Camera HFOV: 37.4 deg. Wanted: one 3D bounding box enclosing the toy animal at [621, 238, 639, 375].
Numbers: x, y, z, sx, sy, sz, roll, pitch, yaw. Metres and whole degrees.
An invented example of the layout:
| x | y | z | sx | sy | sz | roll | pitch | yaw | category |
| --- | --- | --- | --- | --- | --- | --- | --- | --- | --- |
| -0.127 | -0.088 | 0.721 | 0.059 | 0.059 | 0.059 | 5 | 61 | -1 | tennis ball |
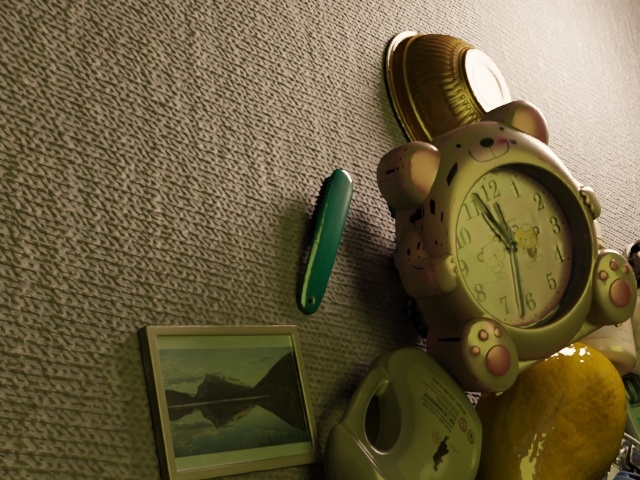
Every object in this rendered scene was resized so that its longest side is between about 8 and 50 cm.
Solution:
| x | y | z | sx | sy | sz | roll | pitch | yaw | category |
| --- | --- | --- | --- | --- | --- | --- | --- | --- | --- |
| 0.557 | 0.112 | 1.541 | 0.156 | 0.204 | 0.208 | 13 | 33 | 3 | toy animal |

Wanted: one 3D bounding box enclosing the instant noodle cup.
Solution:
| x | y | z | sx | sy | sz | roll | pitch | yaw | category |
| --- | --- | --- | --- | --- | --- | --- | --- | --- | --- |
| 0.219 | -0.214 | 1.429 | 0.274 | 0.091 | 0.274 | 27 | 52 | -39 | instant noodle cup |

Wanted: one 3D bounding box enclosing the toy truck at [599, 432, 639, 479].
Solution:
| x | y | z | sx | sy | sz | roll | pitch | yaw | category |
| --- | --- | --- | --- | --- | --- | --- | --- | --- | --- |
| 0.393 | 0.373 | 1.289 | 0.098 | 0.114 | 0.227 | 34 | 43 | -4 | toy truck |

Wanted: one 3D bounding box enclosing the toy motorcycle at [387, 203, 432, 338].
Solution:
| x | y | z | sx | sy | sz | roll | pitch | yaw | category |
| --- | --- | --- | --- | --- | --- | --- | --- | --- | --- |
| 0.168 | -0.008 | 1.240 | 0.204 | 0.108 | 0.239 | 59 | 38 | -7 | toy motorcycle |

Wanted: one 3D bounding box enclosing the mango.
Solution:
| x | y | z | sx | sy | sz | roll | pitch | yaw | category |
| --- | --- | --- | --- | --- | --- | --- | --- | --- | --- |
| 0.285 | 0.238 | 1.215 | 0.331 | 0.142 | 0.195 | -26 | 85 | -47 | mango |

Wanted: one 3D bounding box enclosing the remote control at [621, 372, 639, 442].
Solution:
| x | y | z | sx | sy | sz | roll | pitch | yaw | category |
| --- | --- | --- | --- | --- | --- | --- | --- | --- | --- |
| 0.527 | 0.340 | 1.510 | 0.103 | 0.051 | 0.293 | 3 | 65 | -49 | remote control |

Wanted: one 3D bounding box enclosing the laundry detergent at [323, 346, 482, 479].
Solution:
| x | y | z | sx | sy | sz | roll | pitch | yaw | category |
| --- | --- | --- | --- | --- | --- | --- | --- | --- | --- |
| 0.082 | 0.243 | 1.016 | 0.181 | 0.091 | 0.253 | 55 | 39 | -14 | laundry detergent |

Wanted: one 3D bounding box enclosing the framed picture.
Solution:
| x | y | z | sx | sy | sz | roll | pitch | yaw | category |
| --- | --- | --- | --- | --- | --- | --- | --- | --- | --- |
| -0.084 | 0.156 | 0.936 | 0.203 | 0.015 | 0.150 | 7 | 65 | -47 | framed picture |

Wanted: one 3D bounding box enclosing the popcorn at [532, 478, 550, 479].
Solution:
| x | y | z | sx | sy | sz | roll | pitch | yaw | category |
| --- | --- | --- | --- | --- | --- | --- | --- | --- | --- |
| 0.206 | 0.349 | 0.989 | 0.198 | 0.212 | 0.198 | 176 | -90 | -88 | popcorn |

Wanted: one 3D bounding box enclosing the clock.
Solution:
| x | y | z | sx | sy | sz | roll | pitch | yaw | category |
| --- | --- | --- | --- | --- | --- | --- | --- | --- | --- |
| 0.219 | 0.003 | 1.147 | 0.284 | 0.114 | 0.309 | -24 | 94 | -24 | clock |

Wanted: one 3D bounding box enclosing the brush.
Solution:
| x | y | z | sx | sy | sz | roll | pitch | yaw | category |
| --- | --- | --- | --- | --- | --- | --- | --- | --- | --- |
| 0.000 | 0.000 | 1.113 | 0.043 | 0.032 | 0.193 | 38 | 57 | -36 | brush |

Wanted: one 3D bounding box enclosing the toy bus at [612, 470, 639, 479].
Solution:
| x | y | z | sx | sy | sz | roll | pitch | yaw | category |
| --- | --- | --- | --- | --- | --- | --- | --- | --- | --- |
| 0.334 | 0.396 | 1.149 | 0.236 | 0.079 | 0.094 | -46 | 108 | -15 | toy bus |

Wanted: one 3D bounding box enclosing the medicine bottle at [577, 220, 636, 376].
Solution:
| x | y | z | sx | sy | sz | roll | pitch | yaw | category |
| --- | --- | --- | --- | --- | --- | --- | --- | --- | --- |
| 0.418 | 0.085 | 1.472 | 0.114 | 0.114 | 0.252 | 28 | 51 | -37 | medicine bottle |
